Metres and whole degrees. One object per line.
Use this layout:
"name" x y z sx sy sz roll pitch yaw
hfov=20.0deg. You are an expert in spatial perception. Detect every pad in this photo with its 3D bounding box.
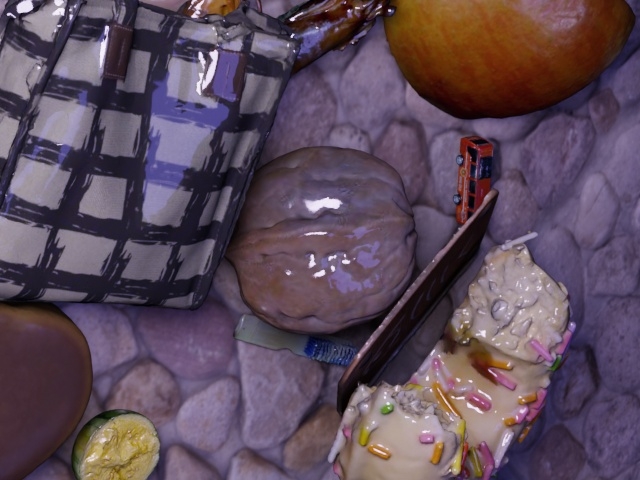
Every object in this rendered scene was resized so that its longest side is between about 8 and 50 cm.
"pad" 0.109 0.078 2.123 0.284 0.018 0.286 -50 170 -11

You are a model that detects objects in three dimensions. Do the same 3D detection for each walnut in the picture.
"walnut" 0.000 0.000 2.019 0.224 0.224 0.224 -14 114 -33

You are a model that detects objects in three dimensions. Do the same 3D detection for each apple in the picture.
"apple" 0.233 -0.258 2.153 0.346 0.254 0.179 25 50 -40

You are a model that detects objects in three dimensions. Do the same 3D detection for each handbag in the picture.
"handbag" -0.210 -0.096 1.805 0.325 0.162 0.327 6 118 -45

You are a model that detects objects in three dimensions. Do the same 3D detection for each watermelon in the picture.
"watermelon" -0.234 0.230 2.009 0.105 0.062 0.105 -20 125 -32

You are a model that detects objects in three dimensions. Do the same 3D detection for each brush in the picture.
"brush" -0.027 0.122 2.153 0.178 0.030 0.033 17 105 -40

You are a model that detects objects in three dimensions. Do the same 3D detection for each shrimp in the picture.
"shrimp" -0.044 -0.264 1.982 0.289 0.075 0.178 -32 121 -9

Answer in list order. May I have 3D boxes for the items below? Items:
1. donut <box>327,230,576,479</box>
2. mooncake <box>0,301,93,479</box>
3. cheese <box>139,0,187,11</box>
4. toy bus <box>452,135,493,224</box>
"donut" 0.164 0.194 2.175 0.371 0.150 0.307 -44 157 -33
"mooncake" -0.358 0.154 1.851 0.234 0.117 0.235 -14 116 -31
"cheese" -0.208 -0.352 1.814 0.163 0.082 0.286 -47 125 -16
"toy bus" 0.190 -0.072 2.237 0.031 0.043 0.110 -11 113 -34
